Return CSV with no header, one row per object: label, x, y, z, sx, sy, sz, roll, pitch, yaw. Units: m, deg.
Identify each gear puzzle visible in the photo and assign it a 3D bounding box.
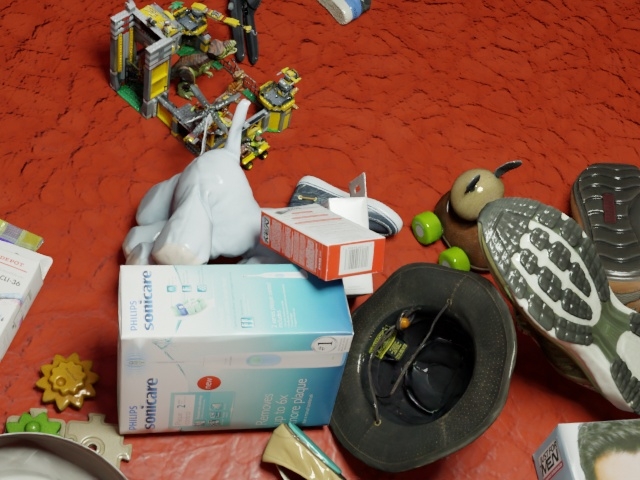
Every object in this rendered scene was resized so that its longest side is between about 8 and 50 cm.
gear puzzle,-0.338,0.294,1.366,0.176,0.044,0.339,6,55,-7

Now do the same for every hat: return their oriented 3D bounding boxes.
hat,0.160,0.193,1.453,0.134,0.331,0.331,37,44,-37

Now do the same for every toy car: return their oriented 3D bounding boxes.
toy car,0.254,-0.053,1.637,0.155,0.188,0.149,-24,64,-25

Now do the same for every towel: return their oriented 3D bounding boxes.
towel,-0.463,0.003,1.562,0.083,0.009,0.060,25,56,5

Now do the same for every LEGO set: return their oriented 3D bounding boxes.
LEGO set,-0.191,-0.291,1.707,0.255,0.192,0.331,-29,66,-27

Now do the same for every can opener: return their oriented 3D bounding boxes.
can opener,-0.138,-0.396,1.875,0.059,0.073,0.186,8,64,-16

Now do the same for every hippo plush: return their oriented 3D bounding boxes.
hippo plush,-0.135,-0.004,1.551,0.237,0.234,0.294,34,67,-25

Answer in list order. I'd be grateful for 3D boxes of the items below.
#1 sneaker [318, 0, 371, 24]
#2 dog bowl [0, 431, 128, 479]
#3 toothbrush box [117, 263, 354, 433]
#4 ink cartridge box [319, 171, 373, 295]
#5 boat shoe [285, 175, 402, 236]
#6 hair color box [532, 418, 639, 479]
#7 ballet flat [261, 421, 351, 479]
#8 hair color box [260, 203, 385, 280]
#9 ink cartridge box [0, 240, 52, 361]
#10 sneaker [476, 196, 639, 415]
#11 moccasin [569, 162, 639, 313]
sneaker,0.034,-0.480,1.963,0.085,0.058,0.152,-32,72,-22
dog bowl,-0.361,0.381,1.164,0.349,0.102,0.348,0,90,-36
toothbrush box,-0.123,0.145,1.400,0.296,0.216,0.126,1,46,-12
ink cartridge box,0.033,-0.005,1.569,0.062,0.104,0.181,-2,83,-12
boat shoe,0.033,-0.031,1.659,0.183,0.065,0.083,22,58,10
hair color box,0.431,0.431,1.389,0.185,0.113,0.374,-2,56,-13
ballet flat,0.019,0.340,1.404,0.232,0.080,0.073,37,85,17
hair color box,0.000,0.000,1.394,0.093,0.053,0.167,-8,22,-32
ink cartridge box,-0.471,0.073,1.472,0.115,0.067,0.198,19,57,2
sneaker,0.321,0.104,1.479,0.410,0.182,0.158,47,62,-24
moccasin,0.476,0.001,1.681,0.139,0.147,0.380,-1,36,6
